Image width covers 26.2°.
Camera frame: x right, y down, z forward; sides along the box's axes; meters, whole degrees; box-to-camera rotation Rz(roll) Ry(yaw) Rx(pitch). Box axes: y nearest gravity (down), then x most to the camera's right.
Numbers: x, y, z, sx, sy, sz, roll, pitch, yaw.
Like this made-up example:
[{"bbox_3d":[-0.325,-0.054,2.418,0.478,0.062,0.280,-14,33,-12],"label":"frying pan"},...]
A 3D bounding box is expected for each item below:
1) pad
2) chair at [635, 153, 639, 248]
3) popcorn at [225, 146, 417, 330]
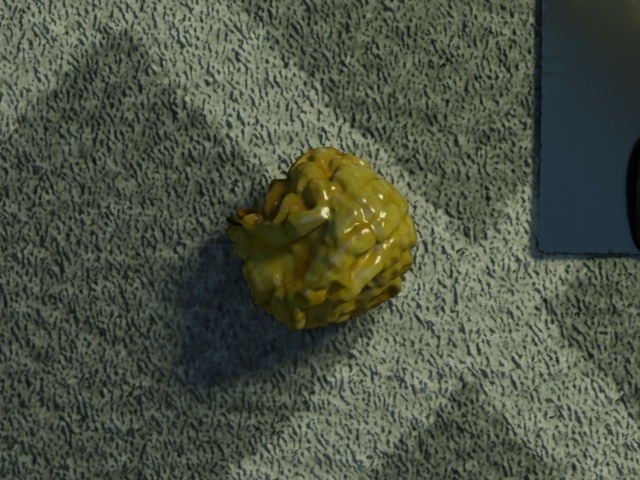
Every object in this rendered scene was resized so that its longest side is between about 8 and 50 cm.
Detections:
[{"bbox_3d":[0.297,-0.117,1.378,0.159,0.009,0.265,1,89,-3],"label":"pad"},{"bbox_3d":[0.434,-0.041,1.331,0.221,0.145,0.140,3,91,43],"label":"chair"},{"bbox_3d":[0.000,0.000,1.312,0.170,0.180,0.180,33,89,-28],"label":"popcorn"}]
